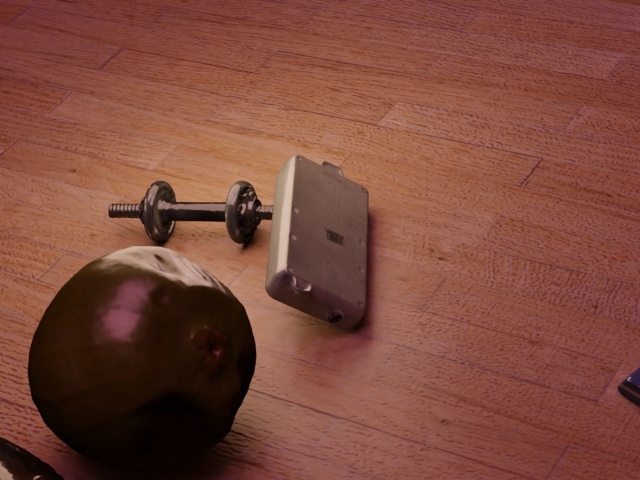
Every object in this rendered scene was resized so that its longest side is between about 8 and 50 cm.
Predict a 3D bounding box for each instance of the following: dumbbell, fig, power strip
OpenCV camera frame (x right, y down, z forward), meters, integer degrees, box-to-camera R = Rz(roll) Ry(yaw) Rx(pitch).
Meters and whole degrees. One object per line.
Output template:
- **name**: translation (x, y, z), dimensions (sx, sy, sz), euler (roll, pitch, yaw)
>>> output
- **dumbbell**: translation (-0.151, -0.037, 2.021), dimensions (0.253, 0.082, 0.082), euler (1, 39, 19)
- **fig**: translation (-0.208, 0.129, 1.705), dimensions (0.271, 0.239, 0.239), euler (-15, 31, 36)
- **power strip**: translation (0.000, 0.000, 1.909), dimensions (0.118, 0.046, 0.270), euler (27, 34, -17)

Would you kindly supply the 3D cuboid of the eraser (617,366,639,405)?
- **eraser**: translation (0.404, 0.171, 1.618), dimensions (0.082, 0.036, 0.225), euler (-33, 42, -22)

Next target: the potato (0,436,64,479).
- **potato**: translation (-0.342, 0.284, 1.582), dimensions (0.307, 0.210, 0.173), euler (27, 93, 33)
